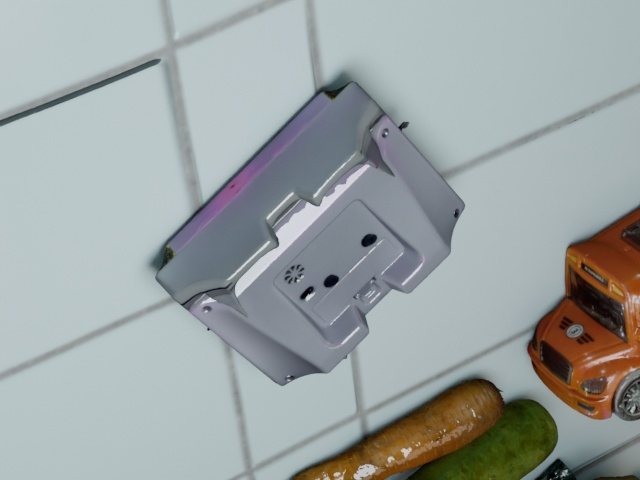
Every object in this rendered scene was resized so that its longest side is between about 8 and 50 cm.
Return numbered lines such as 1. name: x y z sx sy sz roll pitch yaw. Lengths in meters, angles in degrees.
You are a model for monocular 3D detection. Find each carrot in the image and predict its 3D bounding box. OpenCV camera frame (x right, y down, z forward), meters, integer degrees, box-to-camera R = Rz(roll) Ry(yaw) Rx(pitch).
1. carrot: 0.077 0.206 1.815 0.248 0.059 0.059 -25 133 -15
2. carrot: 0.101 0.272 1.827 0.358 0.074 0.074 -33 137 -27

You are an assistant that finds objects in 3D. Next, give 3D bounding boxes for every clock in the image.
1. clock: 0.000 0.000 1.579 0.253 0.083 0.186 -45 137 1

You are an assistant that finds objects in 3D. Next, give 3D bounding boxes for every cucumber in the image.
1. cucumber: 0.222 0.293 2.000 0.133 0.032 0.032 -39 136 -5

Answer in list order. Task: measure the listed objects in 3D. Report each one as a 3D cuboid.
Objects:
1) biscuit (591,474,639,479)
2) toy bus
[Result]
1. biscuit: 0.233 0.386 2.030 0.329 0.078 0.335 -31 146 -10
2. toy bus: 0.359 0.037 1.833 0.329 0.143 0.153 -31 125 -11
